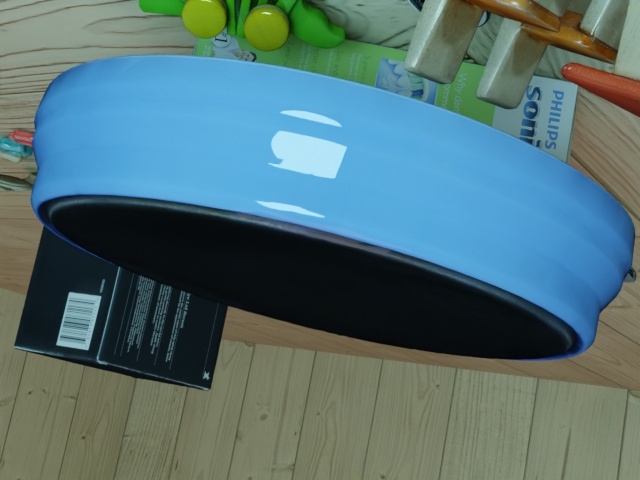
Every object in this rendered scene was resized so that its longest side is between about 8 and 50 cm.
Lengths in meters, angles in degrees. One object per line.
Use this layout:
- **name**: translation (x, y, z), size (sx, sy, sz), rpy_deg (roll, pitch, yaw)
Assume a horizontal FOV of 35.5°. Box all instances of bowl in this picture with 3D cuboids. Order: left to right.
- **bowl**: translation (0.000, 0.000, 0.657), size (0.391, 0.077, 0.391), rpy_deg (14, 168, 3)

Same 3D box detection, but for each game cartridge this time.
- **game cartridge**: translation (0.366, 0.036, 1.268), size (0.056, 0.017, 0.083), rpy_deg (1, 165, 27)

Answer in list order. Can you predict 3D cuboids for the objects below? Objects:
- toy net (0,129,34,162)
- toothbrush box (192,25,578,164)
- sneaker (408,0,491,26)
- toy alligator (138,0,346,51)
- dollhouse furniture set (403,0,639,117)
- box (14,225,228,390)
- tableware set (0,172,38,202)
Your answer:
- **toy net**: translation (-0.390, -0.103, 1.212), size (0.232, 0.045, 0.122), rpy_deg (11, 169, 0)
- **toothbrush box**: translation (0.038, -0.067, 0.811), size (0.283, 0.122, 0.206), rpy_deg (10, 169, 0)
- **sneaker**: translation (0.069, -0.147, 0.588), size (0.040, 0.043, 0.109), rpy_deg (1, 167, 33)
- **toy alligator**: translation (-0.074, -0.163, 0.633), size (0.190, 0.056, 0.051), rpy_deg (12, 127, -1)
- **dollhouse furniture set**: translation (0.204, -0.052, 0.497), size (0.262, 0.135, 0.259), rpy_deg (26, -168, 35)
- **box**: translation (-0.160, -0.006, 0.930), size (0.103, 0.261, 0.184), rpy_deg (4, 166, 29)
- **tableware set**: translation (-0.353, -0.063, 1.316), size (0.141, 0.020, 0.169), rpy_deg (19, -169, 14)
